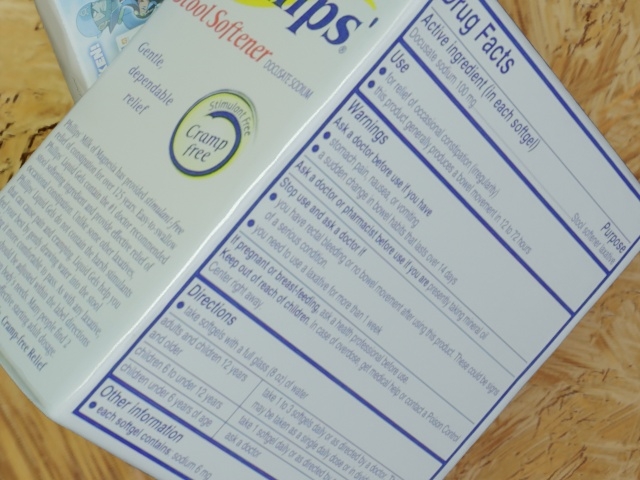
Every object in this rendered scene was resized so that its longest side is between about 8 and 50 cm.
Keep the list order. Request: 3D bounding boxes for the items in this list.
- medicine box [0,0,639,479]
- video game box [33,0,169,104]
[{"bbox_3d":[0.000,0.000,0.845,0.289,0.149,0.263,-50,136,-1],"label":"medicine box"},{"bbox_3d":[-0.047,-0.104,0.879,0.187,0.048,0.205,-33,133,-20],"label":"video game box"}]
